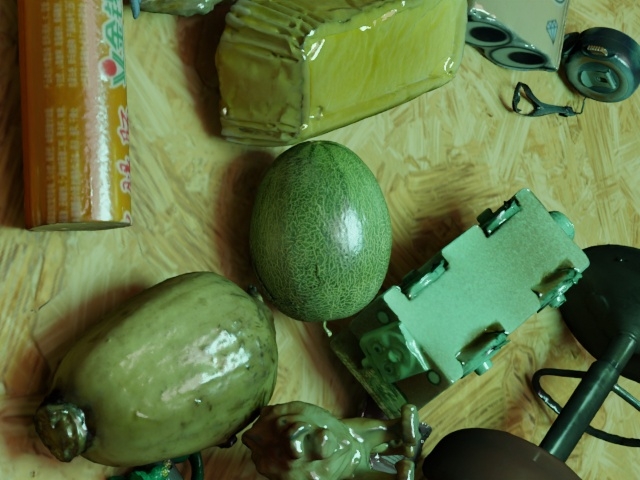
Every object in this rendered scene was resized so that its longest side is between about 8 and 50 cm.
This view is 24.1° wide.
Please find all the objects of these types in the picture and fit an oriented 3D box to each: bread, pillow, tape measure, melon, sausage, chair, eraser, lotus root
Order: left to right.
[{"bbox_3d":[-0.210,-0.164,1.272,0.093,0.093,0.312,-1,88,-46],"label":"sausage"},{"bbox_3d":[-0.126,0.116,1.310,0.257,0.140,0.154,-29,102,-35],"label":"lotus root"},{"bbox_3d":[0.000,0.000,1.445,0.139,0.139,0.192,-12,104,-45],"label":"melon"},{"bbox_3d":[0.023,-0.186,1.474,0.288,0.119,0.152,-26,128,-43],"label":"bread"},{"bbox_3d":[0.054,0.249,1.555,0.118,0.043,0.185,36,66,-34],"label":"pillow"},{"bbox_3d":[0.231,-0.359,1.740,0.171,0.087,0.290,25,71,-44],"label":"eraser"},{"bbox_3d":[0.270,0.208,1.654,0.401,0.226,0.226,-48,120,-36],"label":"chair"},{"bbox_3d":[0.313,-0.181,1.800,0.180,0.107,0.104,-44,121,-38],"label":"tape measure"}]

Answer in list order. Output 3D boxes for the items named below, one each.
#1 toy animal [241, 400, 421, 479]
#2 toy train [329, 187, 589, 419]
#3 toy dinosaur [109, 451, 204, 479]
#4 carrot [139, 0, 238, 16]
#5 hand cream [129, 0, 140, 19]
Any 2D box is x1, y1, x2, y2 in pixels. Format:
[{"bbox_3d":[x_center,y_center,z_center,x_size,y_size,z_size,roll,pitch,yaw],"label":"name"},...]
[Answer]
[{"bbox_3d":[0.014,0.197,1.393,0.312,0.158,0.097,77,20,-78],"label":"toy animal"},{"bbox_3d":[0.154,0.064,1.573,0.129,0.159,0.326,52,46,4],"label":"toy train"},{"bbox_3d":[-0.134,0.224,1.357,0.096,0.059,0.132,-34,103,-48],"label":"toy dinosaur"},{"bbox_3d":[-0.079,-0.272,1.414,0.263,0.102,0.102,-39,115,-36],"label":"carrot"},{"bbox_3d":[-0.137,-0.318,1.350,0.088,0.055,0.256,93,8,-56],"label":"hand cream"}]
